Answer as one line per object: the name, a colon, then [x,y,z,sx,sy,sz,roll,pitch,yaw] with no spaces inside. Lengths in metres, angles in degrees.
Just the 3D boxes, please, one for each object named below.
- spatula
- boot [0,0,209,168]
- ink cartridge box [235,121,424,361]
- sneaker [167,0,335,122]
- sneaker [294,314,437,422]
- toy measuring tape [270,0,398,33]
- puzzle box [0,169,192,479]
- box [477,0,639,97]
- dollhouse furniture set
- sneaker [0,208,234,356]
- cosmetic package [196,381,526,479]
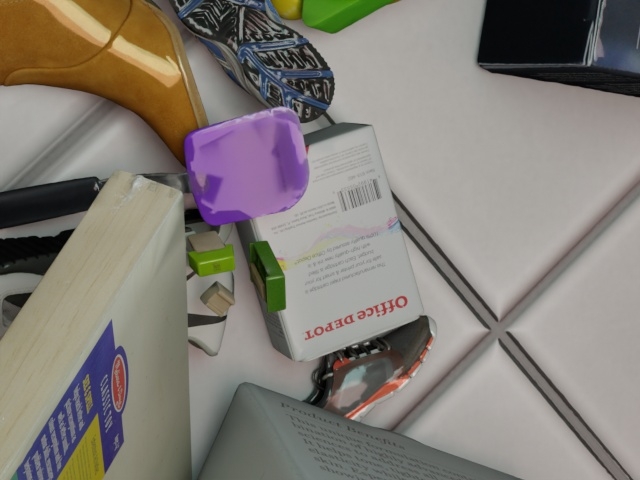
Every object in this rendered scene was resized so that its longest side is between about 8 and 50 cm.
spatula: [-0.155,-0.041,1.185,0.296,0.030,0.084,-10,107,12]
boot: [-0.222,-0.149,1.182,0.211,0.104,0.295,-25,107,-5]
ink cartridge box: [0.000,0.000,1.278,0.127,0.072,0.175,-19,102,-16]
sneaker: [-0.076,-0.182,1.227,0.080,0.081,0.211,-38,101,-11]
sneaker: [0.036,0.113,1.314,0.158,0.061,0.065,-43,101,-10]
toy measuring tape: [0.087,-0.276,1.197,0.330,0.121,0.121,-25,109,27]
puzzle box: [-0.173,0.175,1.048,0.052,0.409,0.272,20,54,12]
box: [0.374,-0.265,1.302,0.395,0.212,0.294,6,94,-20]
dollhouse furniture set: [-0.107,0.037,1.174,0.151,0.058,0.076,-11,120,-14]
sneaker: [-0.220,0.069,1.184,0.330,0.122,0.146,-7,103,-22]
cosmetic package: [0.057,0.365,1.150,0.329,0.394,0.327,22,99,-20]
